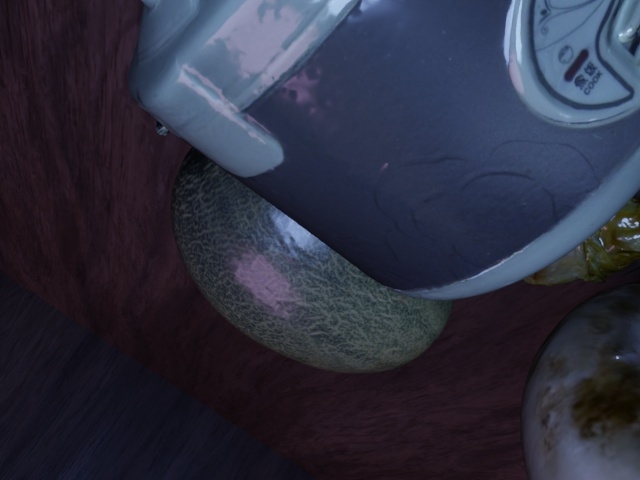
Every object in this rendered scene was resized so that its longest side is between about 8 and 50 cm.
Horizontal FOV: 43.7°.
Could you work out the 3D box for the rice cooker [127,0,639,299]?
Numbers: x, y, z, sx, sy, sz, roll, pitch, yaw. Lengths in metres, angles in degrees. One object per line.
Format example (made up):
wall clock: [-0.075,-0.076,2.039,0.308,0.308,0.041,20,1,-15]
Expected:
rice cooker: [0.047,-0.136,0.471,0.277,0.288,0.288,37,155,-23]

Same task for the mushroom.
mushroom: [0.345,0.161,0.623,0.362,0.362,0.295,27,126,12]

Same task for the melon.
melon: [0.000,0.000,0.819,0.329,0.249,0.248,39,155,-23]

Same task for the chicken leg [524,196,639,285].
chicken leg: [0.251,-0.010,0.700,0.227,0.088,0.103,-8,115,53]
